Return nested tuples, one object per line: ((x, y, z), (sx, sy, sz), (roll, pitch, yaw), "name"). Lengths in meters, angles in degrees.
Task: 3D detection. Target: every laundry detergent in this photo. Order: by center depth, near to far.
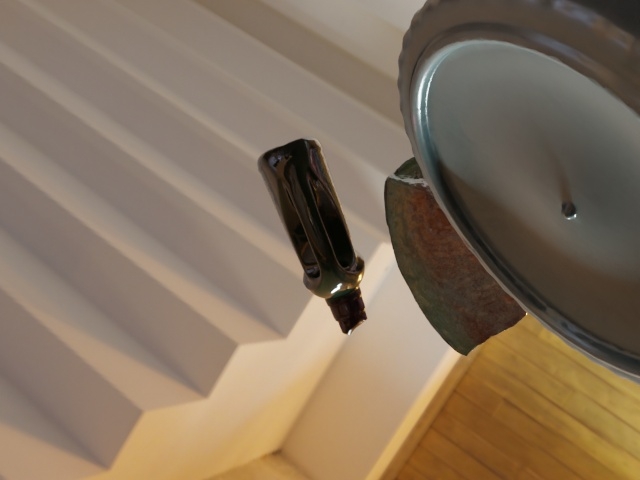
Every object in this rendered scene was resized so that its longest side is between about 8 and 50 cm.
((0.000, 0.000, 0.934), (0.144, 0.078, 0.222), (-80, -29, -88), "laundry detergent")

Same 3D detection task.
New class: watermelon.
((0.175, -0.005, 0.791), (0.202, 0.136, 0.207), (32, -127, 27), "watermelon")

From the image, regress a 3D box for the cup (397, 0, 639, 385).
((0.210, -0.110, 0.470), (0.331, 0.311, 0.257), (26, 150, 56), "cup")
